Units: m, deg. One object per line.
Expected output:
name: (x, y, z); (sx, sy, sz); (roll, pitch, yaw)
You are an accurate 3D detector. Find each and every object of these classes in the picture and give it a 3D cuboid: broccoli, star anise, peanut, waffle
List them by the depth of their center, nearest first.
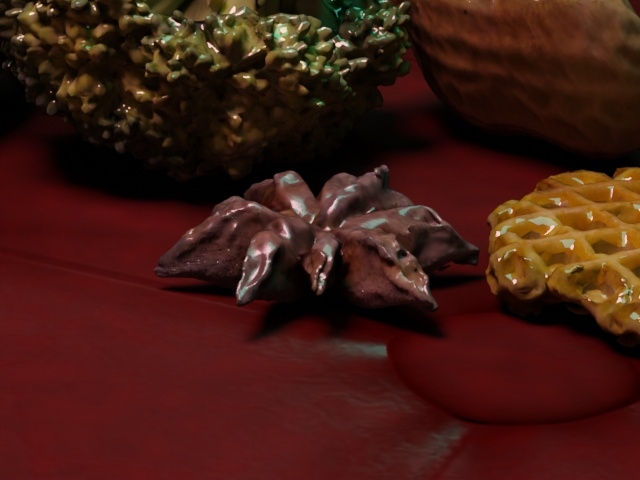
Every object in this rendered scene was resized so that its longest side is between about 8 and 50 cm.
star anise: (0.000, 0.000, 1.197); (0.195, 0.065, 0.182); (27, 35, 37)
waffle: (0.230, 0.007, 1.221); (0.254, 0.052, 0.245); (11, 24, 22)
broccoli: (-0.073, -0.151, 1.359); (0.260, 0.235, 0.288); (-20, 5, 33)
peanut: (0.141, -0.145, 1.412); (0.233, 0.197, 0.110); (14, 63, 37)

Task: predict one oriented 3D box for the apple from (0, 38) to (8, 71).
apple: (-0.335, -0.177, 1.409); (0.253, 0.253, 0.253); (2, 23, -1)
